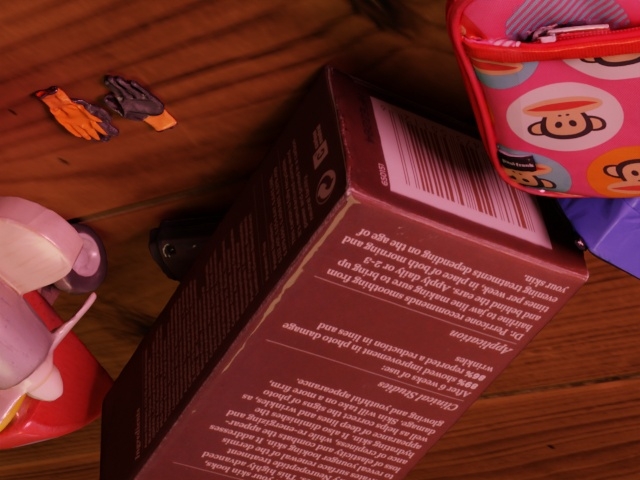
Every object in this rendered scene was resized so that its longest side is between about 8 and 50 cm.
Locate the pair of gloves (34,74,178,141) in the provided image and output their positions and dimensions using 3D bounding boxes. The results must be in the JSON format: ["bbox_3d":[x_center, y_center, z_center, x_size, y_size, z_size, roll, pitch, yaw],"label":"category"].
[{"bbox_3d":[-0.150,-0.091,0.966,0.083,0.010,0.074,-10,151,25],"label":"pair of gloves"}]

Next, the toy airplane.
[{"bbox_3d":[-0.352,0.067,1.023,0.384,0.272,0.386,6,154,-3],"label":"toy airplane"}]

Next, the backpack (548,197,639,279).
[{"bbox_3d":[0.204,-0.043,0.894,0.098,0.120,0.101,30,112,-37],"label":"backpack"}]

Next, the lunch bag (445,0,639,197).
[{"bbox_3d":[0.215,-0.133,0.718,0.293,0.120,0.258,-5,149,16],"label":"lunch bag"}]

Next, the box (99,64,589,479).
[{"bbox_3d":[-0.001,0.077,0.997,0.191,0.143,0.381,20,127,-24],"label":"box"}]

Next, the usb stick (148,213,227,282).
[{"bbox_3d":[0.000,0.000,1.092,0.278,0.045,0.077,-4,153,18],"label":"usb stick"}]
